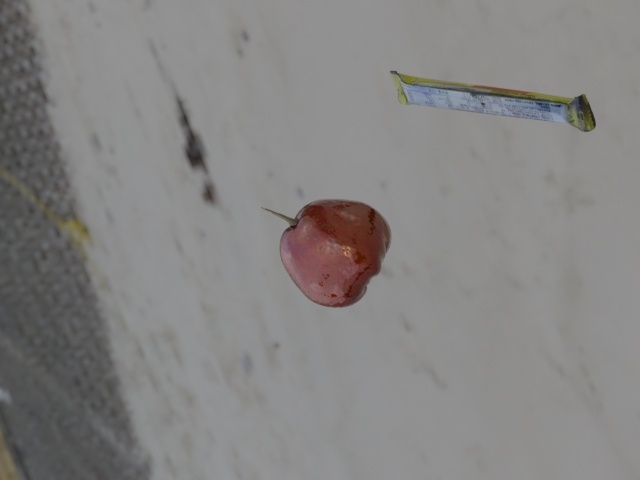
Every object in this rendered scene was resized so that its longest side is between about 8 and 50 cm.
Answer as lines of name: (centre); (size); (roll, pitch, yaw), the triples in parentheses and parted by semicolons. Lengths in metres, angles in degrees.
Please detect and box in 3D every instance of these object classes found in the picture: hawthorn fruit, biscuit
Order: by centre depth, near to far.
hawthorn fruit: (0.015, 0.006, 1.907); (0.140, 0.125, 0.125); (61, 171, -26)
biscuit: (0.188, -0.158, 1.963); (0.292, 0.026, 0.048); (13, 131, 45)
